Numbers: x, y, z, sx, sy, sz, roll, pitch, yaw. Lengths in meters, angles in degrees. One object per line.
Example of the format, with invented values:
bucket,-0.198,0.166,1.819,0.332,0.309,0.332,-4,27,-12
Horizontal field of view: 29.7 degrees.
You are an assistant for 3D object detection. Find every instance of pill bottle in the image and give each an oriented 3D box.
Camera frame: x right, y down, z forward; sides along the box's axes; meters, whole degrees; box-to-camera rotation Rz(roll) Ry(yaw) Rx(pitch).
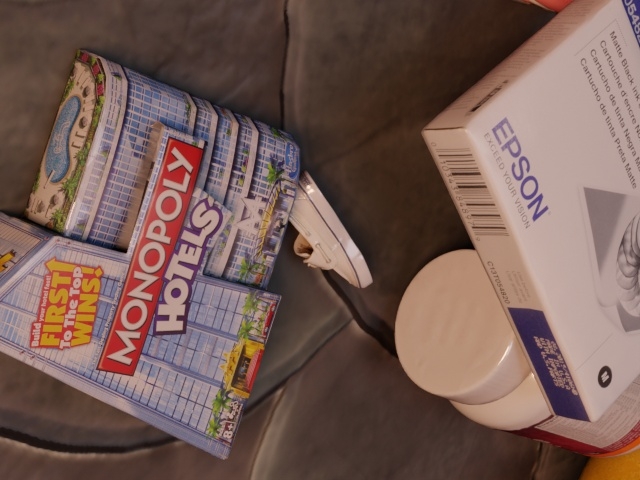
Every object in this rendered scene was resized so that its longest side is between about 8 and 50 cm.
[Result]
pill bottle,0.159,0.083,0.873,0.221,0.121,0.121,23,87,-45

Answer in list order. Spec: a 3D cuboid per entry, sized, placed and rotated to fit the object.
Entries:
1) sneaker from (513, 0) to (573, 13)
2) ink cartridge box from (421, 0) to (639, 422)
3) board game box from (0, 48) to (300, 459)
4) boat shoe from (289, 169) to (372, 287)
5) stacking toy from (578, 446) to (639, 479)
sneaker,0.146,-0.246,0.747,0.116,0.136,0.314,-56,133,-15
ink cartridge box,0.188,-0.037,0.776,0.224,0.045,0.223,-42,116,-29
board game box,-0.106,0.008,0.641,0.194,0.060,0.194,17,91,-46
boat shoe,0.000,0.000,0.763,0.035,0.035,0.100,-33,133,1
stacking toy,0.301,0.249,0.947,0.350,0.350,0.480,36,68,-44
